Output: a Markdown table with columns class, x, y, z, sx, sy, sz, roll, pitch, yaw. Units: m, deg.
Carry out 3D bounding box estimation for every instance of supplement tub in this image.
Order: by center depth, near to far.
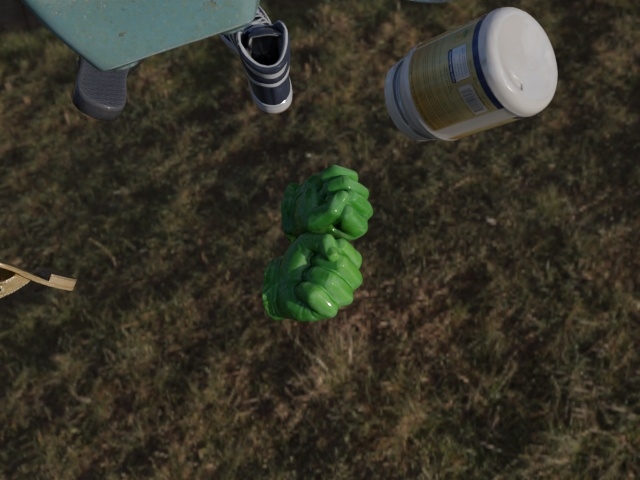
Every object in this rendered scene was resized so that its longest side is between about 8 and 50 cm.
| class | x | y | z | sx | sy | sz | roll | pitch | yaw |
| --- | --- | --- | --- | --- | --- | --- | --- | --- | --- |
| supplement tub | 0.312 | -0.340 | 1.848 | 0.316 | 0.228 | 0.228 | -13 | 22 | 49 |

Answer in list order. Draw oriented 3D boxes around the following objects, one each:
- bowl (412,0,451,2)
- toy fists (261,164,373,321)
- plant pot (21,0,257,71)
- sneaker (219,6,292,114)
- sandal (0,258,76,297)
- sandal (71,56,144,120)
| class | x | y | z | sx | sy | sz | roll | pitch | yaw |
| --- | --- | --- | --- | --- | --- | --- | --- | --- | --- |
| bowl | 0.146 | -0.514 | 1.333 | 0.298 | 0.298 | 0.134 | 15 | 69 | 26 |
| toy fists | 0.000 | 0.000 | 1.361 | 0.142 | 0.096 | 0.279 | -7 | 51 | 25 |
| plant pot | -0.163 | -0.298 | 0.777 | 0.247 | 0.252 | 0.248 | -18 | 20 | 5 |
| sneaker | -0.124 | -0.381 | 1.569 | 0.099 | 0.153 | 0.282 | -21 | 69 | -7 |
| sandal | -0.550 | 0.075 | 1.528 | 0.240 | 0.079 | 0.088 | 20 | -1 | -41 |
| sandal | -0.318 | -0.252 | 1.274 | 0.097 | 0.054 | 0.254 | 24 | 37 | -16 |
